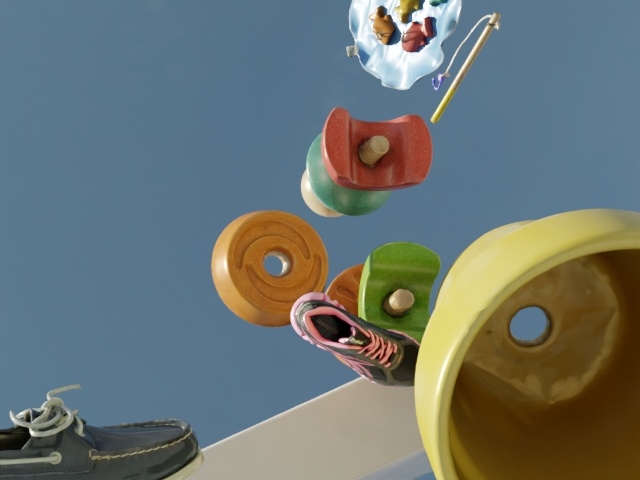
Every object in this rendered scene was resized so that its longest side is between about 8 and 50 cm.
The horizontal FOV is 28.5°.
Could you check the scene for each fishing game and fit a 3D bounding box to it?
[{"bbox_3d":[0.075,-0.247,1.271,0.041,0.264,0.189,-3,-37,-35],"label":"fishing game"}]

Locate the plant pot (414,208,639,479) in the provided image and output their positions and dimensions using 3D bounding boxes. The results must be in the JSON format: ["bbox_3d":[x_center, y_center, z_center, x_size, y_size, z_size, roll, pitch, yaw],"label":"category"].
[{"bbox_3d":[0.183,0.090,0.921,0.254,0.239,0.254,-1,-77,-6],"label":"plant pot"}]

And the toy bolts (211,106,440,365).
[{"bbox_3d":[0.000,0.000,1.142,0.218,0.158,0.228,9,-107,-16],"label":"toy bolts"}]

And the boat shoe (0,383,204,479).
[{"bbox_3d":[-0.212,0.156,0.921,0.254,0.095,0.079,-7,-84,-15],"label":"boat shoe"}]

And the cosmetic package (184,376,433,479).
[{"bbox_3d":[-0.046,0.257,1.317,0.377,0.284,0.097,-24,-109,-4],"label":"cosmetic package"}]

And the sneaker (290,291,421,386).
[{"bbox_3d":[0.032,0.079,0.963,0.119,0.057,0.047,25,-94,-3],"label":"sneaker"}]
